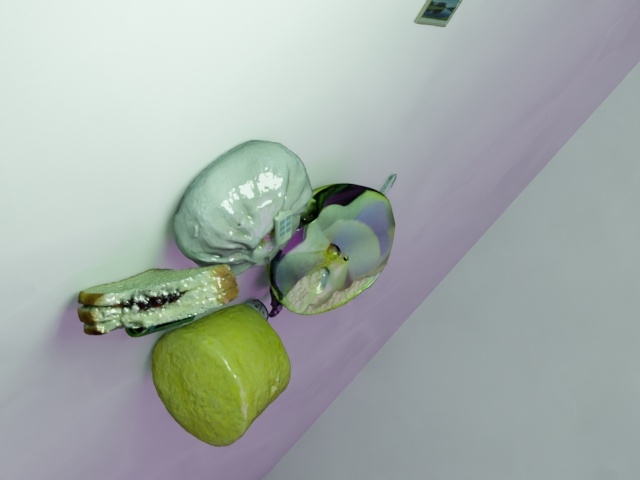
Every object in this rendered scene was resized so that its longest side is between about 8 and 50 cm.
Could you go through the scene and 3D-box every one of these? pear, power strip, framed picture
[{"bbox_3d":[-0.001,0.001,2.124,0.398,0.165,0.399,-21,129,-29],"label":"pear"},{"bbox_3d":[-0.080,-0.028,1.672,0.040,0.016,0.090,-37,149,-30],"label":"power strip"},{"bbox_3d":[0.289,-0.558,1.856,0.149,0.011,0.109,-14,145,-51],"label":"framed picture"}]

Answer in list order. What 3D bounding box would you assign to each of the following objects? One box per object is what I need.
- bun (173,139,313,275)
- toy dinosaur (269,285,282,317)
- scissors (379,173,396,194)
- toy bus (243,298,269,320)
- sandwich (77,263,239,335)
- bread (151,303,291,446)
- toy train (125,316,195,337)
[{"bbox_3d":[-0.159,-0.054,1.758,0.354,0.194,0.354,-35,156,-18],"label":"bun"},{"bbox_3d":[-0.102,0.138,2.336,0.162,0.077,0.294,-60,165,-23],"label":"toy dinosaur"},{"bbox_3d":[0.135,-0.060,2.395,0.360,0.191,0.029,-54,129,-11],"label":"scissors"},{"bbox_3d":[-0.238,0.268,2.386,0.089,0.087,0.194,-6,137,-52],"label":"toy bus"},{"bbox_3d":[-0.356,0.127,1.676,0.288,0.100,0.254,-4,-171,38],"label":"sandwich"},{"bbox_3d":[-0.265,0.368,2.182,0.307,0.348,0.348,-26,154,-48],"label":"bread"},{"bbox_3d":[-0.406,0.201,2.005,0.209,0.044,0.042,-13,145,-53],"label":"toy train"}]
